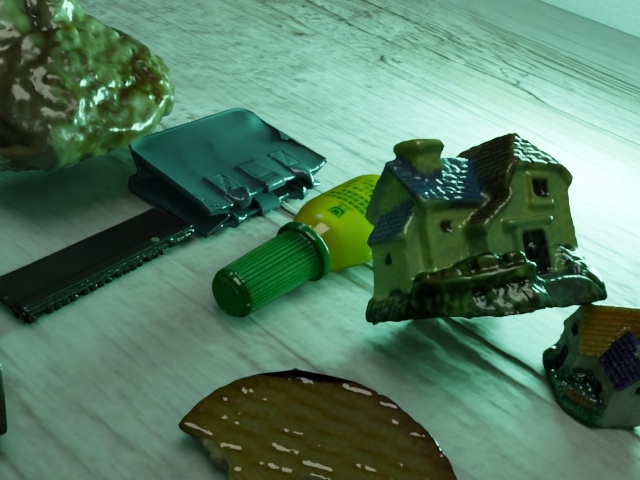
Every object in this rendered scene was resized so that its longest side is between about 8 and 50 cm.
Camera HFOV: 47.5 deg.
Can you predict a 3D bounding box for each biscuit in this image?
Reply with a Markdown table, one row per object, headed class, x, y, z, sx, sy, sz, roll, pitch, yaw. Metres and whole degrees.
| class | x | y | z | sx | sy | sz | roll | pitch | yaw |
| --- | --- | --- | --- | --- | --- | --- | --- | --- | --- |
| biscuit | 0.007 | 0.183 | 0.614 | 0.228 | 0.031 | 0.176 | 31 | 38 | 21 |

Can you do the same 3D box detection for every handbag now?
| class | x | y | z | sx | sy | sz | roll | pitch | yaw |
| --- | --- | --- | --- | --- | --- | --- | --- | --- | --- |
| handbag | -0.115 | -0.089 | 0.941 | 0.179 | 0.062 | 0.229 | 34 | 39 | 23 |

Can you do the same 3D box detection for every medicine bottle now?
| class | x | y | z | sx | sy | sz | roll | pitch | yaw |
| --- | --- | --- | --- | --- | --- | --- | --- | --- | --- |
| medicine bottle | 0.000 | 0.000 | 0.833 | 0.111 | 0.076 | 0.309 | 30 | 37 | 27 |

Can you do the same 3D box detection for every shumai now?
| class | x | y | z | sx | sy | sz | roll | pitch | yaw |
| --- | --- | --- | --- | --- | --- | --- | --- | --- | --- |
| shumai | -0.321 | -0.236 | 0.849 | 0.266 | 0.263 | 0.314 | -9 | 27 | -3 |

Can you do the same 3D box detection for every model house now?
| class | x | y | z | sx | sy | sz | roll | pitch | yaw |
| --- | --- | --- | --- | --- | --- | --- | --- | --- | --- |
| model house | 0.292 | 0.121 | 0.738 | 0.087 | 0.100 | 0.101 | 8 | 35 | -9 |
| model house | 0.154 | -0.015 | 0.745 | 0.213 | 0.189 | 0.195 | -4 | -7 | -25 |

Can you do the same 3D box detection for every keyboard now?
| class | x | y | z | sx | sy | sz | roll | pitch | yaw |
| --- | --- | --- | --- | --- | --- | --- | --- | --- | --- |
| keyboard | -0.236 | 0.020 | 0.774 | 0.072 | 0.023 | 0.231 | 24 | 34 | 27 |

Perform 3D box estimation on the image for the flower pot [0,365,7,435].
| class | x | y | z | sx | sy | sz | roll | pitch | yaw |
| --- | --- | --- | --- | --- | --- | --- | --- | --- | --- |
| flower pot | -0.331 | 0.076 | 0.587 | 0.108 | 0.103 | 0.229 | -10 | 40 | -32 |
